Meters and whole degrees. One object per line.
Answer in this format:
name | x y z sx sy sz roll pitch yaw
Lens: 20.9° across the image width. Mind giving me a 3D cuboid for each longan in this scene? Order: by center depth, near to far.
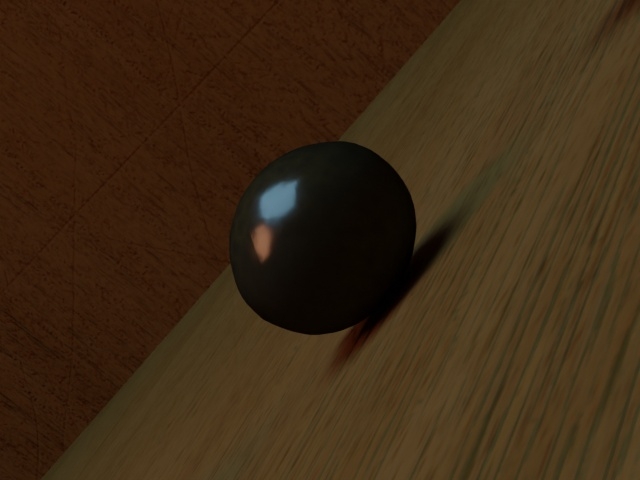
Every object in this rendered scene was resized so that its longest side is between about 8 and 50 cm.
longan | 0.000 0.000 0.891 0.113 0.092 0.113 -63 2 3
